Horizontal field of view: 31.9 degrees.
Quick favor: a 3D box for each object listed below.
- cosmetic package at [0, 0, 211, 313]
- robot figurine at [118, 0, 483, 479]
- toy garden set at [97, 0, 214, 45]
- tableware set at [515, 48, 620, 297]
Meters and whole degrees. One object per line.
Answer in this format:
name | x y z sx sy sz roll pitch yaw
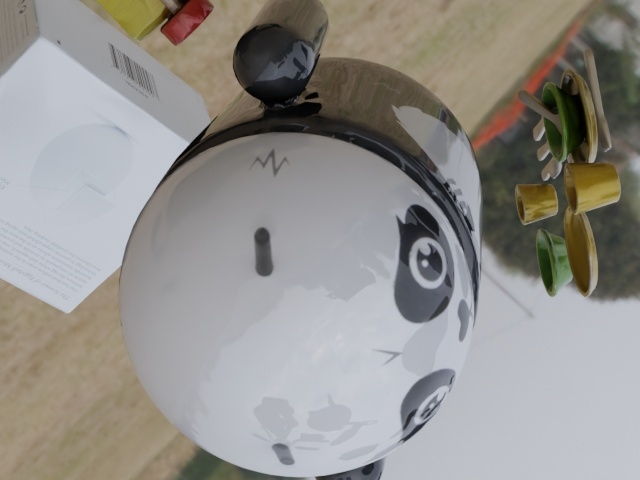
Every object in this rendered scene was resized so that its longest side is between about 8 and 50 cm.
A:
cosmetic package | -0.250 -0.086 1.030 0.224 0.224 0.138 -40 -139 16
robot figurine | 0.003 0.002 0.585 0.173 0.209 0.278 -46 -172 22
toy garden set | -0.084 -0.232 0.545 0.244 0.204 0.049 -52 -163 -22
tableware set | 0.116 -0.023 0.545 0.024 0.104 0.154 -10 172 0
